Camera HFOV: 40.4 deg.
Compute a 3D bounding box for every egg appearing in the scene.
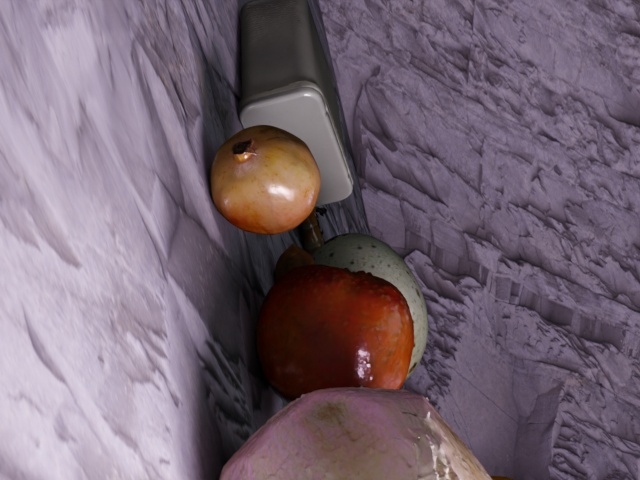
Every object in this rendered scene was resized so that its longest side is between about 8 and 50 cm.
[{"bbox_3d":[0.086,0.157,1.920,0.287,0.288,0.379,63,4,-60],"label":"egg"}]

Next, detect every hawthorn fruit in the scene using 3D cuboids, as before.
[{"bbox_3d":[0.013,0.204,1.544,0.287,0.287,0.330,60,45,-64],"label":"hawthorn fruit"}]

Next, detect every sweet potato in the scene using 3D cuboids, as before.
[{"bbox_3d":[-0.038,0.148,1.756,0.097,0.098,0.291,59,22,-65],"label":"sweet potato"}]

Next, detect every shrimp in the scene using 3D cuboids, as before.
[{"bbox_3d":[0.000,0.000,2.264,0.222,0.054,0.290,-87,159,-56],"label":"shrimp"}]

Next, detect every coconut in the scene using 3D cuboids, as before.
[{"bbox_3d":[0.049,0.385,1.180,0.404,0.405,0.404,-10,90,-81],"label":"coconut"}]

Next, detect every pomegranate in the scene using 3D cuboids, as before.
[{"bbox_3d":[-0.091,-0.104,1.448,0.191,0.191,0.191,-10,90,-81],"label":"pomegranate"}]

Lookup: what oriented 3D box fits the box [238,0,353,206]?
[{"bbox_3d":[-0.056,-0.308,1.922,0.352,0.178,0.343,66,15,-52],"label":"box"}]

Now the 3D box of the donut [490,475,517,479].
[{"bbox_3d":[0.234,0.608,1.543,0.163,0.378,0.434,-127,-140,-57],"label":"donut"}]
